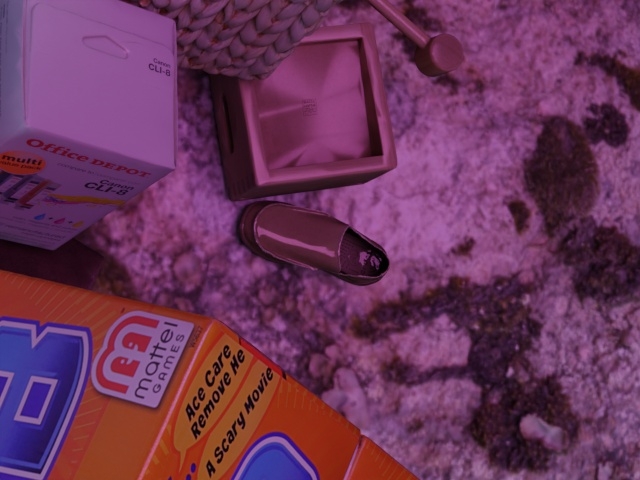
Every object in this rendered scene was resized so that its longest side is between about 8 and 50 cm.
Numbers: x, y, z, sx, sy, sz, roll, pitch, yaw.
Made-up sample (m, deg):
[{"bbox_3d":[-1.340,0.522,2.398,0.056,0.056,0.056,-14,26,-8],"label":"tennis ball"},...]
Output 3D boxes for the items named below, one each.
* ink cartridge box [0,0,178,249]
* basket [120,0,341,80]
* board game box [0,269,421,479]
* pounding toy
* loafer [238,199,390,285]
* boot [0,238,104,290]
[{"bbox_3d":[-0.202,-0.090,1.276,0.128,0.176,0.127,15,60,-35],"label":"ink cartridge box"},{"bbox_3d":[-0.100,-0.319,1.298,0.266,0.331,0.328,13,72,-17],"label":"basket"},{"bbox_3d":[-0.177,0.250,1.160,0.356,0.356,0.356,43,65,-49],"label":"board game box"},{"bbox_3d":[0.013,-0.139,1.505,0.206,0.094,0.181,-8,85,-20],"label":"pounding toy"},{"bbox_3d":[0.000,0.000,1.518,0.148,0.050,0.056,16,78,-27],"label":"loafer"},{"bbox_3d":[-0.300,0.043,1.327,0.207,0.090,0.248,42,64,-17],"label":"boot"}]
